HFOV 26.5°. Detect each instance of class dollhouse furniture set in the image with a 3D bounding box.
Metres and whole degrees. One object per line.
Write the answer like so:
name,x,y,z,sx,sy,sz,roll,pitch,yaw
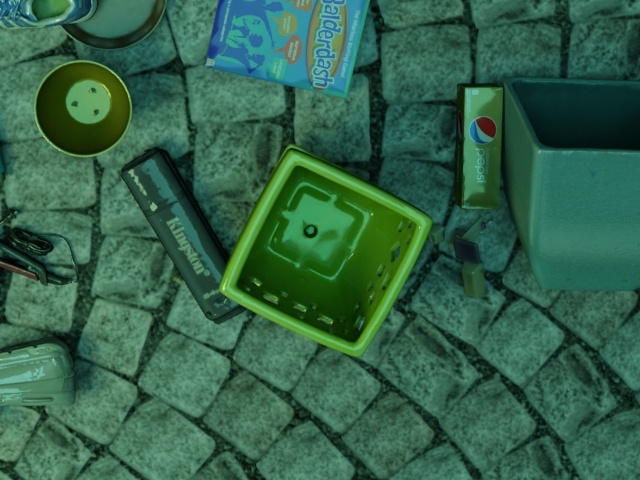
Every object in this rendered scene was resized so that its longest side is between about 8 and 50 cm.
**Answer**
dollhouse furniture set,0.225,0.019,2.046,0.081,0.091,0.114,-42,134,-35

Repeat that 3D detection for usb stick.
usb stick,-0.196,-0.007,1.986,0.077,0.045,0.278,-29,103,1

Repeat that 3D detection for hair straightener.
hair straightener,-0.452,0.001,1.965,0.230,0.047,0.089,24,100,-9

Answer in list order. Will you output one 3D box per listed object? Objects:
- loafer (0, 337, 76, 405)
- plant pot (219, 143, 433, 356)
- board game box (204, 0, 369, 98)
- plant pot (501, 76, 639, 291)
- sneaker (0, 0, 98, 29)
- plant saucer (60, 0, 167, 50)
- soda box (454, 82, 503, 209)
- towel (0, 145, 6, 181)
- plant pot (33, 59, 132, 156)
loafer,-0.515,0.226,1.977,0.319,0.112,0.111,-12,94,-3
plant pot,0.000,0.000,1.921,0.228,0.207,0.227,26,99,-10
board game box,-0.047,-0.303,1.933,0.210,0.047,0.160,11,101,-8
plant pot,0.386,-0.068,1.930,0.247,0.248,0.252,1,120,-5
sneaker,-0.415,-0.328,1.855,0.211,0.081,0.080,-5,103,4
plant saucer,-0.299,-0.353,1.911,0.168,0.029,0.168,-1,102,-3
soda box,0.230,-0.137,1.984,0.058,0.061,0.181,-2,102,-5
towel,-0.620,-0.225,1.909,0.271,0.040,0.370,-15,101,-2
plant pot,-0.330,-0.190,1.909,0.134,0.095,0.134,-1,102,-5
